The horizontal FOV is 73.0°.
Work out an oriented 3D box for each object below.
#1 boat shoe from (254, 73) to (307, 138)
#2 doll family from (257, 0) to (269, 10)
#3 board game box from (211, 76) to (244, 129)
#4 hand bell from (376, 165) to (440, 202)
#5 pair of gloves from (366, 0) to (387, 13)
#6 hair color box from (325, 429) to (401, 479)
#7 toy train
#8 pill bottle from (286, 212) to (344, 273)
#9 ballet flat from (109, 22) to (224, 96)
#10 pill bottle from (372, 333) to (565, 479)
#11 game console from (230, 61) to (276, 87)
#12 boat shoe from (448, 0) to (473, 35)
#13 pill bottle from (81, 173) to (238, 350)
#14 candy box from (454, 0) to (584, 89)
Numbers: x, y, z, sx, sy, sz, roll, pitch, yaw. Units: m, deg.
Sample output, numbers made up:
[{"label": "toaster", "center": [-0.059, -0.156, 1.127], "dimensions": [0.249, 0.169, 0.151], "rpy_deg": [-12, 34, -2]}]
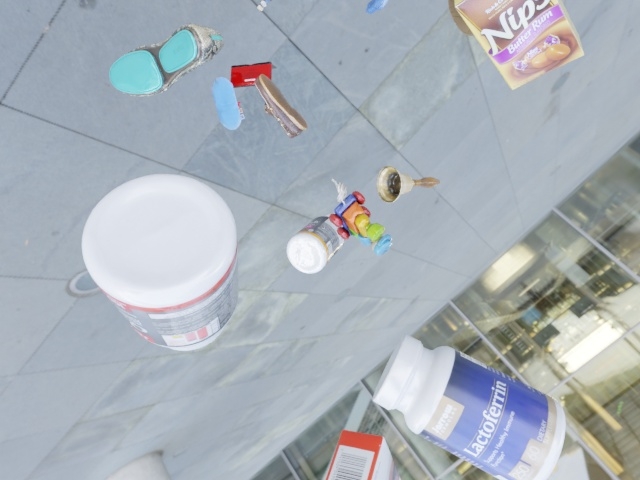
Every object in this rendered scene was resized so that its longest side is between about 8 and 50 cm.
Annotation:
[{"label": "boat shoe", "center": [-0.130, -0.393, 1.291], "dimensions": [0.073, 0.207, 0.073], "rpy_deg": [-27, -152, 30]}, {"label": "doll family", "center": [-0.172, -0.935, 1.603], "dimensions": [0.193, 0.111, 0.076], "rpy_deg": [-19, 132, 32]}, {"label": "board game box", "center": [-0.300, -0.454, 1.434], "dimensions": [0.033, 0.133, 0.168], "rpy_deg": [-28, 115, -37]}, {"label": "hand bell", "center": [0.330, -0.200, 1.516], "dimensions": [0.242, 0.126, 0.126], "rpy_deg": [-6, 141, -32]}, {"label": "pair of gloves", "center": [0.133, -0.454, 0.683], "dimensions": [0.159, 0.023, 0.198], "rpy_deg": [-27, -139, 65]}, {"label": "hair color box", "center": [0.055, 0.301, 0.482], "dimensions": [0.093, 0.054, 0.167], "rpy_deg": [-61, 141, -45]}, {"label": "toy train", "center": [0.102, -0.053, 1.096], "dimensions": [0.105, 0.143, 0.248], "rpy_deg": [-46, 153, -5]}, {"label": "pill bottle", "center": [0.000, 0.000, 1.666], "dimensions": [0.162, 0.162, 0.278], "rpy_deg": [-57, 173, 34]}, {"label": "ballet flat", "center": [-0.519, -0.614, 1.501], "dimensions": [0.484, 0.163, 0.182], "rpy_deg": [-6, -161, 34]}, {"label": "pill bottle", "center": [0.231, 0.268, 0.705], "dimensions": [0.153, 0.265, 0.153], "rpy_deg": [-60, 168, -23]}, {"label": "game console", "center": [-0.231, -0.570, 1.506], "dimensions": [0.144, 0.123, 0.085], "rpy_deg": [-3, 163, 8]}, {"label": "boat shoe", "center": [0.395, -0.687, 1.140], "dimensions": [0.089, 0.105, 0.285], "rpy_deg": [-47, 136, -16]}, {"label": "pill bottle", "center": [-0.248, 0.067, 0.752], "dimensions": [0.210, 0.210, 0.362], "rpy_deg": [-29, 161, -22]}, {"label": "candy box", "center": [0.289, -0.317, 0.628], "dimensions": [0.109, 0.053, 0.187], "rpy_deg": [-21, 138, 41]}]
